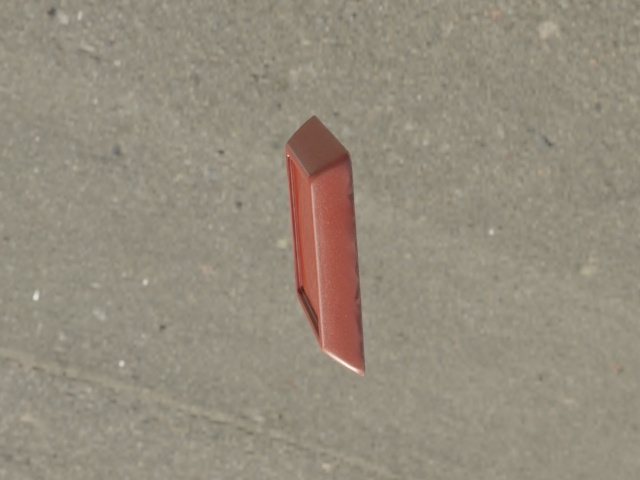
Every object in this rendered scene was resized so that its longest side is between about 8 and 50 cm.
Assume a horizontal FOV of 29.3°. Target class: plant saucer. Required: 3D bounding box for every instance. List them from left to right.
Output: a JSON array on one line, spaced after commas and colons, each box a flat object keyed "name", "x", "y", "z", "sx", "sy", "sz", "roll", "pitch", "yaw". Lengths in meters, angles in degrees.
[{"name": "plant saucer", "x": 0.000, "y": 0.000, "z": 1.447, "sx": 0.047, "sy": 0.259, "sz": 0.258, "roll": -6, "pitch": 106, "yaw": -7}]
